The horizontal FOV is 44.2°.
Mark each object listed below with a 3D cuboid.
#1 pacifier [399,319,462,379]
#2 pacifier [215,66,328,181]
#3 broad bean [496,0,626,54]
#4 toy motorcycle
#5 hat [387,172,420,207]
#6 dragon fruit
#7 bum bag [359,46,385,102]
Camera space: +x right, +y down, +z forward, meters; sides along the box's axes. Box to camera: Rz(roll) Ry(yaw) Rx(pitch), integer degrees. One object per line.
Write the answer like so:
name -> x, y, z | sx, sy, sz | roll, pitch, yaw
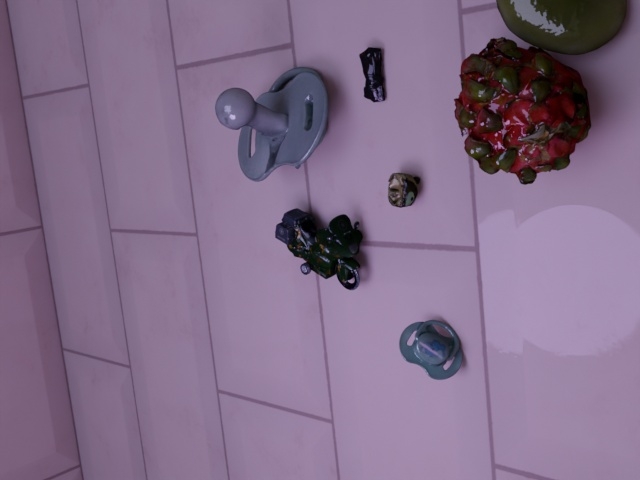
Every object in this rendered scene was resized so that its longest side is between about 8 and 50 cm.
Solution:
pacifier -> 0.252, 0.250, 1.804 | 0.150, 0.127, 0.116 | 27, 163, 8
pacifier -> -0.134, -0.305, 1.915 | 0.343, 0.269, 0.288 | -18, 63, 42
broad bean -> 0.418, -0.441, 1.415 | 0.263, 0.121, 0.189 | 41, 98, 26
toy motorcycle -> 0.000, 0.000, 1.957 | 0.274, 0.124, 0.187 | 29, 129, 36
hat -> 0.191, -0.114, 1.781 | 0.076, 0.059, 0.077 | 19, 109, 58
dragon fruit -> 0.359, -0.246, 1.456 | 0.231, 0.237, 0.303 | -63, 37, 37
bum bag -> 0.119, -0.378, 1.798 | 0.057, 0.034, 0.125 | -1, 101, 31
